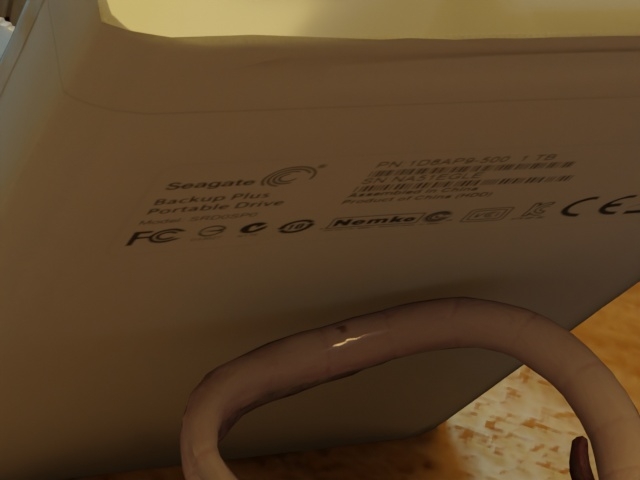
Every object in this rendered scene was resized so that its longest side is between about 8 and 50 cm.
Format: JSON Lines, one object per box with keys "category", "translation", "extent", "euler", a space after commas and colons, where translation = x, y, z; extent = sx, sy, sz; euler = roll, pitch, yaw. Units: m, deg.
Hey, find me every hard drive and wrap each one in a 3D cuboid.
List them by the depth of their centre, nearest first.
{"category": "hard drive", "translation": [0.000, 0.000, 0.585], "extent": [0.233, 0.353, 0.047], "euler": [-4, 69, -23]}

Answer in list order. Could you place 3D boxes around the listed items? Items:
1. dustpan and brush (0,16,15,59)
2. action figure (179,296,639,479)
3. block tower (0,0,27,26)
{"category": "dustpan and brush", "translation": [-0.194, -0.079, 0.791], "extent": [0.211, 0.060, 0.147], "euler": [39, 48, 18]}
{"category": "action figure", "translation": [0.144, 0.187, 0.506], "extent": [0.248, 0.276, 0.370], "euler": [-21, 30, -16]}
{"category": "block tower", "translation": [-0.076, -0.234, 0.958], "extent": [0.091, 0.097, 0.335], "euler": [27, 44, 5]}
